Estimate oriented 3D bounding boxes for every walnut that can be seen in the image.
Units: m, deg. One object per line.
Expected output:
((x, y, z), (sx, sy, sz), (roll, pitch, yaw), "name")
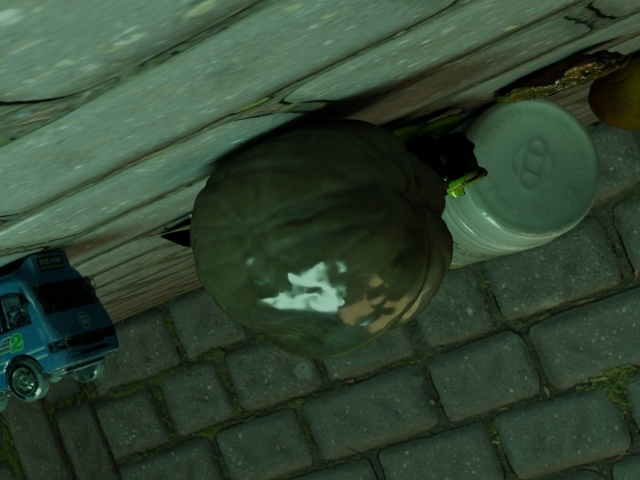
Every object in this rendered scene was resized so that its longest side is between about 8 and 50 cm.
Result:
((0.000, 0.000, 0.980), (0.224, 0.224, 0.224), (-22, 178, -1), "walnut")

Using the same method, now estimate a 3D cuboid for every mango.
((0.485, -0.211, 1.551), (0.177, 0.120, 0.295), (-18, 176, -37), "mango")

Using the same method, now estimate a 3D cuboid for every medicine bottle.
((0.232, -0.072, 1.557), (0.190, 0.190, 0.332), (-21, 178, -13), "medicine bottle")

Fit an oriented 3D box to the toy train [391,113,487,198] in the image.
((0.063, -0.065, 1.255), (0.160, 0.100, 0.296), (-21, 179, 37), "toy train")

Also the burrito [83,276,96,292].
((-0.375, 0.090, 1.570), (0.149, 0.041, 0.055), (-25, -168, -17), "burrito")

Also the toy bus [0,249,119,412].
((-0.338, 0.110, 1.170), (0.246, 0.134, 0.113), (-22, 176, 24), "toy bus")

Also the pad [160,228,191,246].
((-0.031, 0.012, 1.333), (0.250, 0.055, 0.323), (-11, -152, -20), "pad")

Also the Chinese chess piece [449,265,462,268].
((0.189, -0.047, 1.776), (0.188, 0.188, 0.083), (-21, 161, -12), "Chinese chess piece")

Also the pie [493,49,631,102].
((0.263, -0.180, 1.280), (0.170, 0.034, 0.092), (-16, -177, 32), "pie")

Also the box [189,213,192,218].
((-0.114, -0.036, 1.343), (0.058, 0.015, 0.093), (-24, 177, 10), "box")
